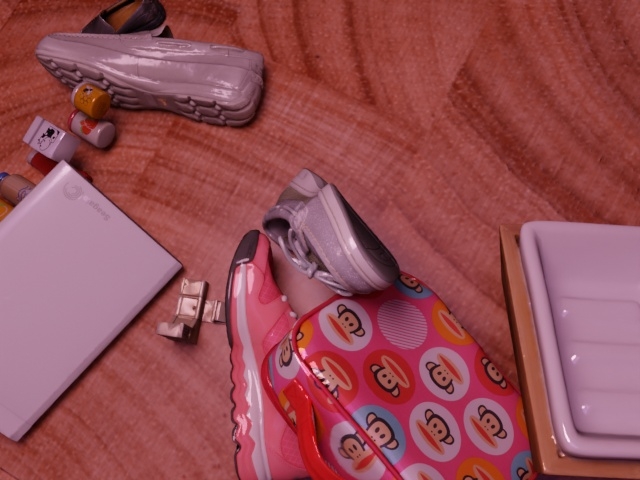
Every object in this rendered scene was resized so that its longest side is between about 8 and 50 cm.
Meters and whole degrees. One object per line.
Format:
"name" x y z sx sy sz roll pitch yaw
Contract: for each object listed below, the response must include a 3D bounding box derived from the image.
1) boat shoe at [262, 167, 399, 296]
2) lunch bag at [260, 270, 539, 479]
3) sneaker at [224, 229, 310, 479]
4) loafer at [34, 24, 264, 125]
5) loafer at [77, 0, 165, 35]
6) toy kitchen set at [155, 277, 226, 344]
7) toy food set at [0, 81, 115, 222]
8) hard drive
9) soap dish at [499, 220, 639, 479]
"boat shoe" -0.002 -0.002 0.773 0.103 0.320 0.118 -41 112 1
"lunch bag" 0.083 0.188 0.730 0.258 0.120 0.293 -26 71 -45
"sneaker" -0.045 0.141 0.840 0.136 0.116 0.313 -4 83 -6
"loafer" -0.235 -0.245 0.953 0.320 0.112 0.111 13 72 2
"loafer" -0.314 -0.315 0.998 0.170 0.061 0.062 -36 76 -3
"toy kitchen set" -0.159 0.089 0.870 0.068 0.075 0.083 7 76 7
"toy food set" -0.379 -0.118 0.927 0.105 0.111 0.232 30 89 14
"hard drive" -0.358 0.077 0.867 0.203 0.040 0.307 44 84 -17
"soap dish" 0.317 0.119 0.733 0.229 0.118 0.290 3 54 -4
